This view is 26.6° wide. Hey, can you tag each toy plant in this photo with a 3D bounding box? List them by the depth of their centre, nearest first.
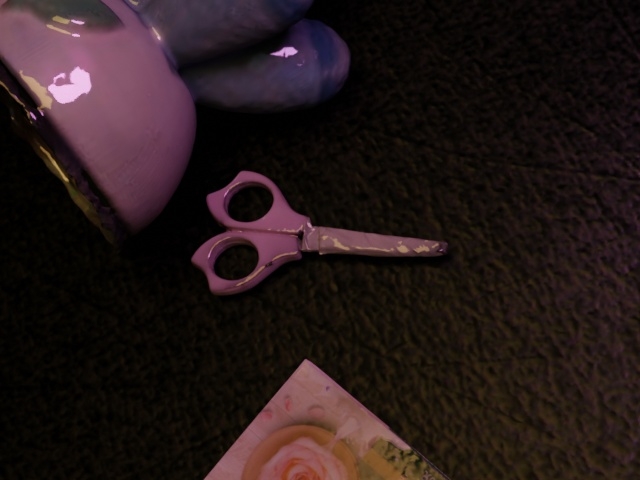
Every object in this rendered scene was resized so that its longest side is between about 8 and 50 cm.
[{"bbox_3d":[-0.107,-0.181,1.091,0.332,0.247,0.247,-39,66,-8],"label":"toy plant"}]

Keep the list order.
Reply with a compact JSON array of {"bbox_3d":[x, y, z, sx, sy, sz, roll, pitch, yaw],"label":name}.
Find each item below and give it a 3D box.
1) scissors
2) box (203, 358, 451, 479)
[{"bbox_3d":[0.000,0.000,1.091,0.212,0.021,0.110,5,69,17],"label":"scissors"},{"bbox_3d":[0.024,0.201,0.983,0.199,0.081,0.135,37,84,25],"label":"box"}]
